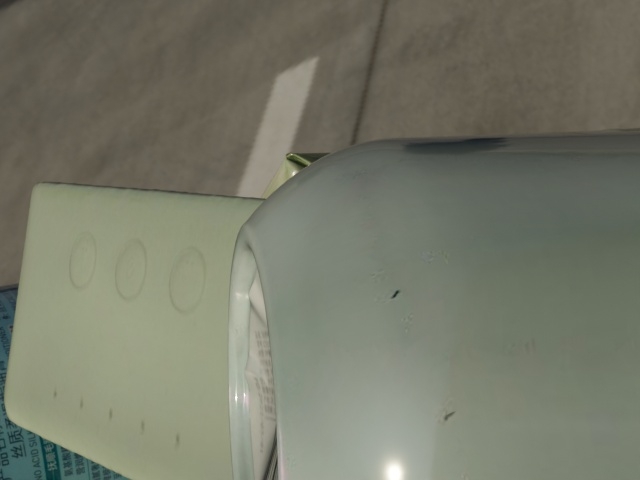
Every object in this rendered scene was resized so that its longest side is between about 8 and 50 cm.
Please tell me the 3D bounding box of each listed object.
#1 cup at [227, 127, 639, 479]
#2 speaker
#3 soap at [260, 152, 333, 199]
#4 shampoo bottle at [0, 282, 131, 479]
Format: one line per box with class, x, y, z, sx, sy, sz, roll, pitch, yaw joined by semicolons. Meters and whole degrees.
cup;0.129;0.058;0.428;0.312;0.205;0.205;-1;30;-11
speaker;-0.061;0.071;0.795;0.406;0.183;0.184;7;84;52
soap;0.000;0.000;1.692;0.182;0.138;0.199;46;119;22
shampoo bottle;-0.316;0.207;1.318;0.343;0.331;0.331;-12;20;-27
